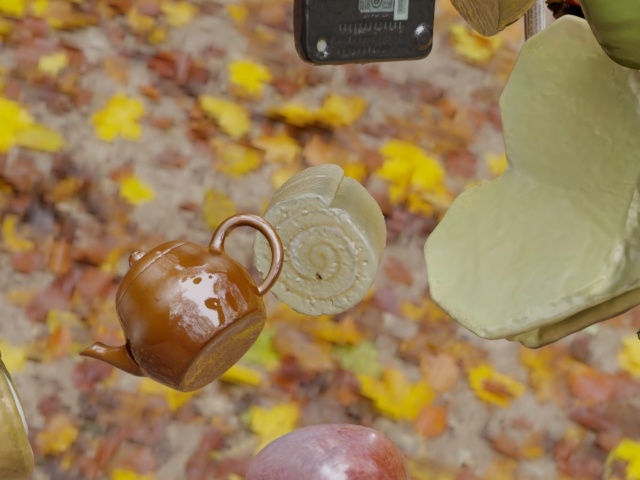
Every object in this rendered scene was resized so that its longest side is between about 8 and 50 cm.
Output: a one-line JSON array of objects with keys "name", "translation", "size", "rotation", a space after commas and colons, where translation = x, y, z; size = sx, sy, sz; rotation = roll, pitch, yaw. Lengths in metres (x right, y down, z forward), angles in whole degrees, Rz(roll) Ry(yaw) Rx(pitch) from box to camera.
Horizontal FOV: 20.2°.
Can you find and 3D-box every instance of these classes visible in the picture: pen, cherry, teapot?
[{"name": "pen", "translation": [0.229, -0.221, 1.923], "size": [0.025, 0.204, 0.025], "rotation": [-4, 43, 4]}, {"name": "cherry", "translation": [0.004, 0.165, 1.200], "size": [0.106, 0.087, 0.126], "rotation": [12, 32, 16]}, {"name": "teapot", "translation": [-0.103, 0.044, 1.353], "size": [0.173, 0.116, 0.116], "rotation": [-42, 61, -3]}]

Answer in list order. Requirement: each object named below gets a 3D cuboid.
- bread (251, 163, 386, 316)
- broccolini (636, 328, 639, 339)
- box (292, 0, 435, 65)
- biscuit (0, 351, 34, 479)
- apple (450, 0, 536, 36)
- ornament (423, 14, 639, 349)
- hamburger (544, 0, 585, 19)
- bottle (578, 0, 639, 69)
[{"name": "bread", "translation": [0.000, 0.000, 2.048], "size": [0.148, 0.134, 0.141], "rotation": [56, 16, -10]}, {"name": "broccolini", "translation": [0.351, 0.181, 1.719], "size": [0.067, 0.216, 0.058], "rotation": [-11, -7, 22]}, {"name": "box", "translation": [0.036, -0.193, 1.334], "size": [0.125, 0.126, 0.027], "rotation": [-9, 21, -34]}, {"name": "biscuit", "translation": [-0.288, 0.003, 1.227], "size": [0.057, 0.344, 0.287], "rotation": [-28, 16, -14]}, {"name": "apple", "translation": [0.102, -0.328, 1.768], "size": [0.292, 0.254, 0.292], "rotation": [-1, 74, 5]}, {"name": "ornament", "translation": [0.161, -0.022, 1.065], "size": [0.059, 0.201, 0.180], "rotation": [16, 12, -46]}, {"name": "hamburger", "translation": [0.305, -0.304, 1.521], "size": [0.250, 0.330, 0.330], "rotation": [48, 29, -28]}, {"name": "bottle", "translation": [0.251, -0.165, 0.855], "size": [0.260, 0.112, 0.112], "rotation": [-15, 32, 24]}]
